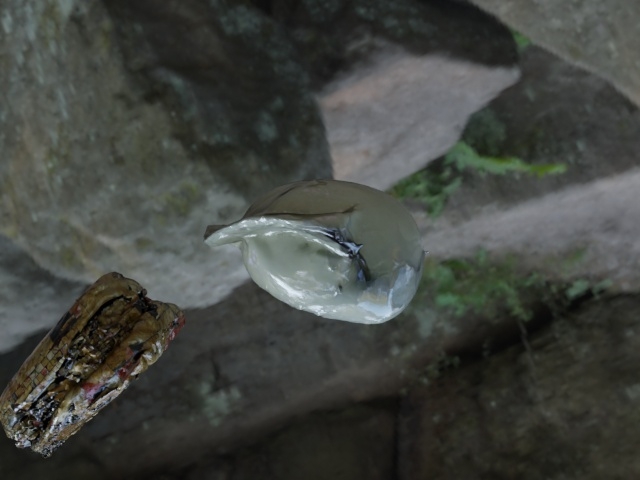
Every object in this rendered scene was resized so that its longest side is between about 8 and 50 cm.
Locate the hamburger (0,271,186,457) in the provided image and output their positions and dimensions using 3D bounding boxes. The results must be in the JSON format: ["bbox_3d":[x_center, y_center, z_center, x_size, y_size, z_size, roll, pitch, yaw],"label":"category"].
[{"bbox_3d":[-0.253,0.134,1.211,0.231,0.107,0.231,-48,-176,5],"label":"hamburger"}]

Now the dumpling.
[{"bbox_3d":[-0.001,0.001,0.805,0.150,0.093,0.176,19,-158,27],"label":"dumpling"}]
